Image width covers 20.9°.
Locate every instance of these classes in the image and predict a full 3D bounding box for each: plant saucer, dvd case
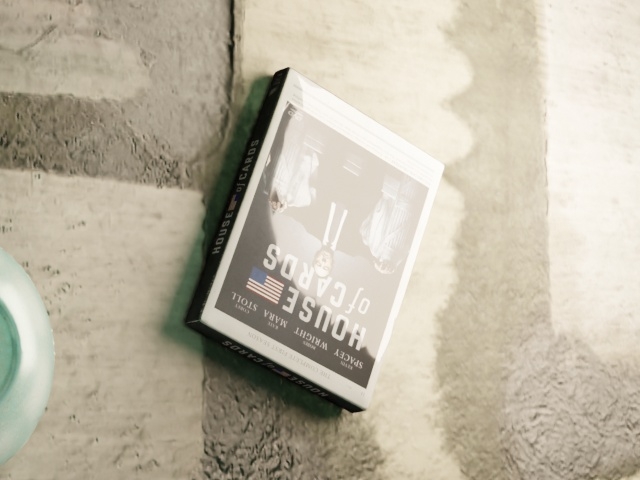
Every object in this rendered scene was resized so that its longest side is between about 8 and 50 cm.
[{"bbox_3d":[-0.270,0.079,1.241,0.195,0.037,0.194,8,77,-35],"label":"plant saucer"},{"bbox_3d":[0.000,0.000,1.453,0.179,0.030,0.238,30,65,-27],"label":"dvd case"}]
